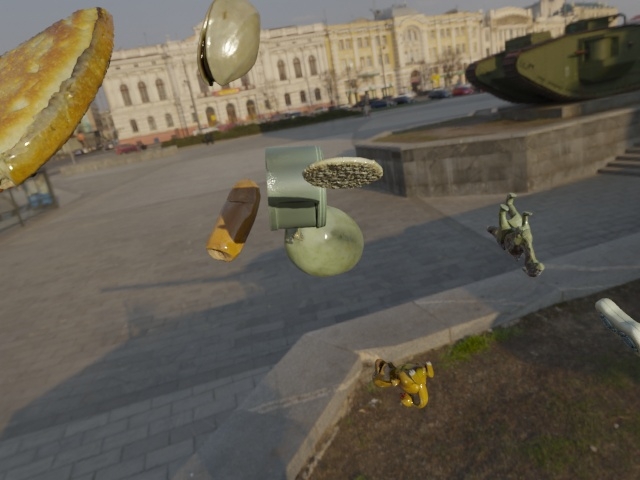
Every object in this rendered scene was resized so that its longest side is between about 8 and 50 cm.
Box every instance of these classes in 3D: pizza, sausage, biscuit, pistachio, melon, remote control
[{"bbox_3d":[-0.613,-0.281,0.902,0.407,0.130,0.439,3,61,23],"label":"pizza"},{"bbox_3d":[-0.310,-0.085,1.662,0.134,0.116,0.353,7,54,16],"label":"sausage"},{"bbox_3d":[0.041,-0.124,0.831,0.152,0.020,0.152,-1,-11,0],"label":"biscuit"},{"bbox_3d":[-0.222,-0.483,1.081,0.138,0.237,0.153,8,-7,40],"label":"pistachio"},{"bbox_3d":[0.012,0.004,1.554,0.308,0.271,0.272,30,-3,-28],"label":"melon"},{"bbox_3d":[0.554,0.160,0.815,0.032,0.074,0.122,-33,23,10],"label":"remote control"}]

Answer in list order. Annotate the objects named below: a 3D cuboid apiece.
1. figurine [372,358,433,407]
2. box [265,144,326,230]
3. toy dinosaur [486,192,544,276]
[{"bbox_3d":[0.209,0.371,1.158,0.122,0.122,0.176,-15,4,-40],"label":"figurine"},{"bbox_3d":[-0.068,-0.142,1.207,0.150,0.225,0.226,-3,16,-4],"label":"box"},{"bbox_3d":[0.530,-0.017,1.224,0.077,0.162,0.294,-2,27,7],"label":"toy dinosaur"}]
